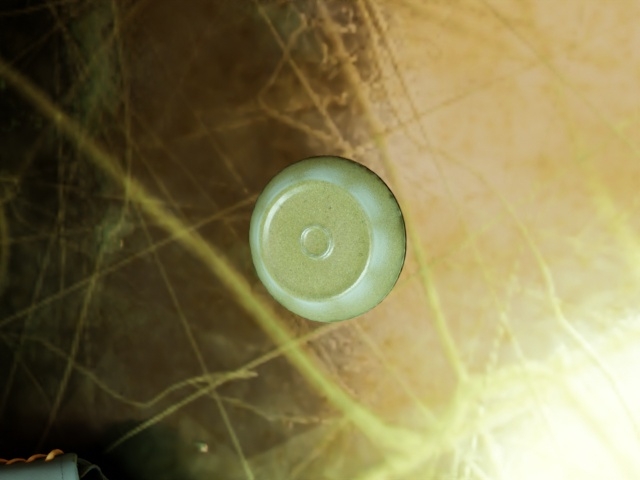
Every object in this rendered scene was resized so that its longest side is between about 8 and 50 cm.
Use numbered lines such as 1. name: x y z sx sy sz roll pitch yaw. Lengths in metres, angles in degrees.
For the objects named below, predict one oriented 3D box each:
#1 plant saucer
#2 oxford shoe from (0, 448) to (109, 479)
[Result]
1. plant saucer: 0.000 0.000 0.628 0.083 0.015 0.083 2 96 21
2. oxford shoe: -0.164 0.149 0.680 0.271 0.097 0.098 24 84 14
